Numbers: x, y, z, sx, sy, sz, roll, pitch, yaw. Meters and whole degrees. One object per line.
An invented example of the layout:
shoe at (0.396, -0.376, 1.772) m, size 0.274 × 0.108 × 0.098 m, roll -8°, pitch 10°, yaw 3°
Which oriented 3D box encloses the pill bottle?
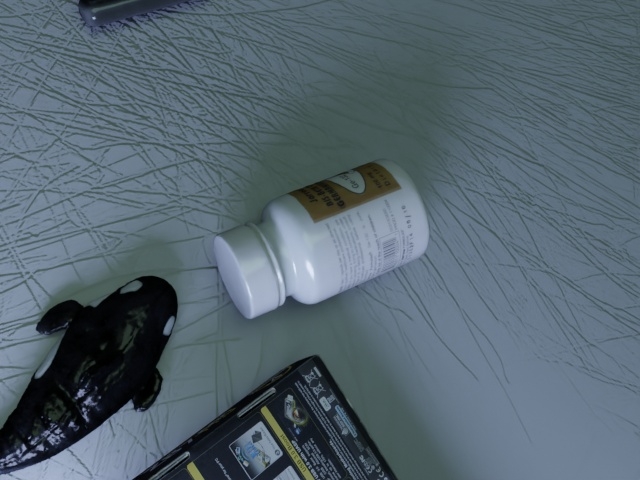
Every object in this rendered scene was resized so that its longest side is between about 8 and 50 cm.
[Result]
pill bottle at (0.000, 0.000, 0.868) m, size 0.229 × 0.131 × 0.131 m, roll -22°, pitch 84°, yaw -20°

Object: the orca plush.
orca plush at (-0.260, 0.137, 0.772) m, size 0.287 × 0.102 × 0.151 m, roll -31°, pitch 87°, yaw -21°

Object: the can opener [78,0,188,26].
can opener at (-0.179, -0.353, 0.948) m, size 0.283 × 0.076 × 0.095 m, roll -23°, pitch 52°, yaw -20°

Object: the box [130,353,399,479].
box at (-0.019, 0.362, 0.746) m, size 0.318 × 0.097 × 0.395 m, roll -32°, pitch 88°, yaw -41°
